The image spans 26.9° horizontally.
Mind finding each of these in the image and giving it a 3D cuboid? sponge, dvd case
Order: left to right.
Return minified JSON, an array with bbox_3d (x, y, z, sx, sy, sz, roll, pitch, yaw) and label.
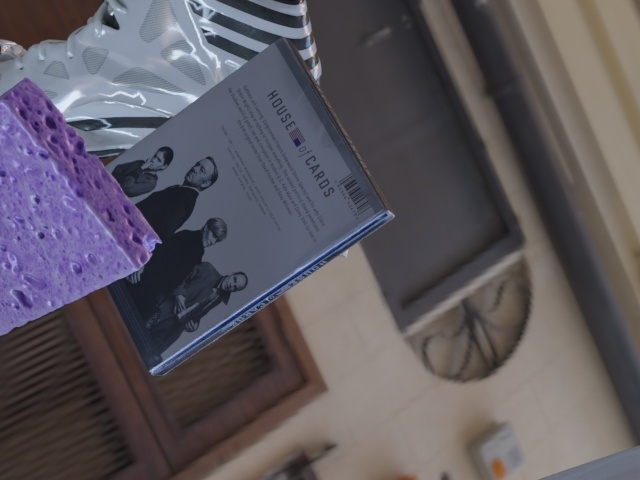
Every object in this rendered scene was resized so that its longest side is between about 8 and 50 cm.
[{"bbox_3d":[-0.200,-0.002,0.771,0.210,0.117,0.031,-24,-160,37],"label":"sponge"},{"bbox_3d":[-0.080,-0.028,1.089,0.239,0.179,0.029,-34,160,13],"label":"dvd case"}]

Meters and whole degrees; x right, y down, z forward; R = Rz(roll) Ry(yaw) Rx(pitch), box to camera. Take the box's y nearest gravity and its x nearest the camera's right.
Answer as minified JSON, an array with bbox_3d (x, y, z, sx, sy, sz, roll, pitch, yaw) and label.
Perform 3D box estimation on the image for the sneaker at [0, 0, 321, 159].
[{"bbox_3d":[-0.211,-0.219,1.375,0.448,0.257,0.169,5,-153,14],"label":"sneaker"}]

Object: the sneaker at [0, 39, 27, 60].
[{"bbox_3d":[-0.502,-0.206,1.765,0.153,0.094,0.235,-41,163,24],"label":"sneaker"}]

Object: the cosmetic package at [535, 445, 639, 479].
[{"bbox_3d":[0.309,0.509,1.809,0.330,0.327,0.393,-17,163,-11],"label":"cosmetic package"}]

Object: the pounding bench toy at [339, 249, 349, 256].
[{"bbox_3d":[0.000,0.000,1.533,0.065,0.083,0.052,23,-171,35],"label":"pounding bench toy"}]
